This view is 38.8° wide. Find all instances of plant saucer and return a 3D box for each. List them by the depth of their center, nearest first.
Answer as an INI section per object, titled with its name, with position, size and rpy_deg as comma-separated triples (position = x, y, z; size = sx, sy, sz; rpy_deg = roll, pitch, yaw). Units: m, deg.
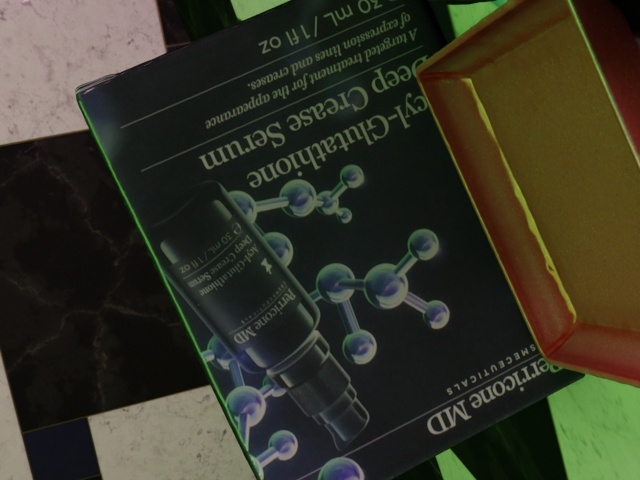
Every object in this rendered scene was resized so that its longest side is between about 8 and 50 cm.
[plant saucer]
position = 0.169, -0.029, 0.602
size = 0.259, 0.047, 0.258
rpy_deg = 66, 170, -3

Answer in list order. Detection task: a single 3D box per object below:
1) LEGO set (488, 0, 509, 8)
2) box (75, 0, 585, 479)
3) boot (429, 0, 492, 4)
[LEGO set]
position = 0.047, -0.274, 0.608
size = 0.244, 0.060, 0.182
rpy_deg = -126, 18, -46
[box]
position = 0.000, 0.000, 0.827
size = 0.396, 0.293, 0.212
rpy_deg = 65, 170, -5
[boot]
position = 0.046, -0.240, 0.270
size = 0.348, 0.131, 0.260
rpy_deg = 67, 170, -19
